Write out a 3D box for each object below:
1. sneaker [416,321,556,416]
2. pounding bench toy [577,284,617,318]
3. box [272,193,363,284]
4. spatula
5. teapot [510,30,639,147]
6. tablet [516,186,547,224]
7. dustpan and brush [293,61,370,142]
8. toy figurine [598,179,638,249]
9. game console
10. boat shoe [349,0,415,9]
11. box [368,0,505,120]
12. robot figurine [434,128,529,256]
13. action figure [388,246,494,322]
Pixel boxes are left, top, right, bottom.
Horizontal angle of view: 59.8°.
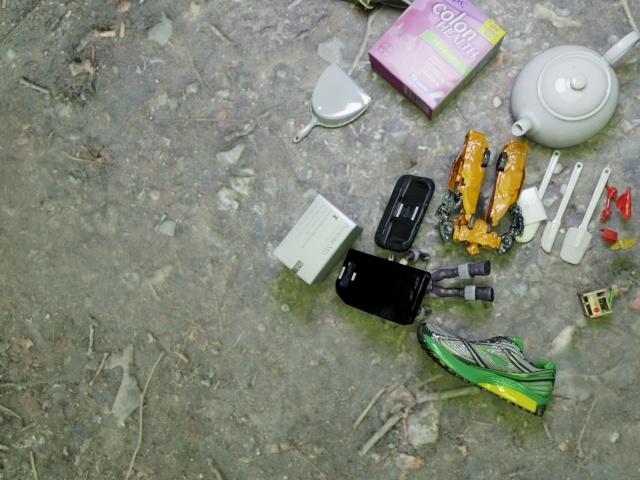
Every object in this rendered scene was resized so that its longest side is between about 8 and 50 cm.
[{"bbox_3d":[0.387,0.275,1.318,0.343,0.134,0.146,25,86,0],"label":"sneaker"},{"bbox_3d":[0.658,0.144,1.301,0.083,0.052,0.065,-17,86,8],"label":"pounding bench toy"},{"bbox_3d":[0.000,0.000,1.347,0.119,0.182,0.181,38,94,9],"label":"box"},{"bbox_3d":[0.586,-0.082,1.337,0.168,0.019,0.242,23,92,17],"label":"spatula"},{"bbox_3d":[0.566,-0.340,1.262,0.252,0.187,0.256,7,89,9],"label":"teapot"},{"bbox_3d":[0.507,-0.084,1.345,0.054,0.006,0.083,-19,78,16],"label":"tablet"},{"bbox_3d":[0.007,-0.330,1.425,0.211,0.060,0.147,-42,81,-1],"label":"dustpan and brush"},{"bbox_3d":[0.817,-0.076,1.187,0.217,0.362,0.191,14,70,-17],"label":"toy figurine"},{"bbox_3d":[0.185,0.008,1.337,0.213,0.044,0.362,18,79,31],"label":"game console"},{"bbox_3d":[0.103,-0.628,1.387,0.304,0.109,0.091,26,93,15],"label":"boat shoe"},{"bbox_3d":[0.277,-0.459,1.346,0.213,0.117,0.243,45,95,8],"label":"box"},{"bbox_3d":[0.390,-0.105,1.330,0.211,0.085,0.291,13,90,2],"label":"robot figurine"},{"bbox_3d":[0.266,0.107,1.347,0.284,0.099,0.186,-3,95,24],"label":"action figure"}]
